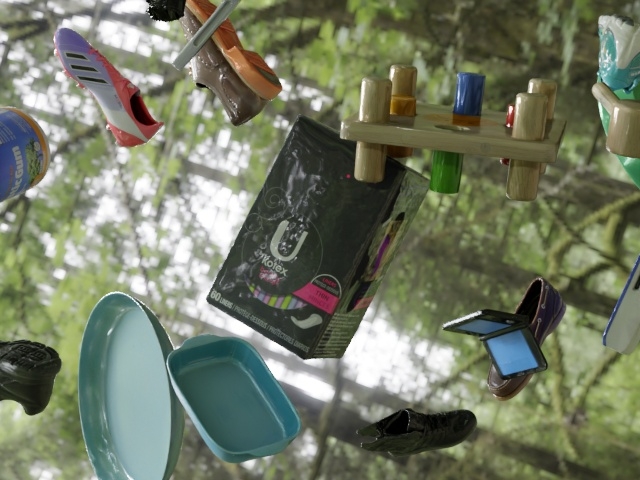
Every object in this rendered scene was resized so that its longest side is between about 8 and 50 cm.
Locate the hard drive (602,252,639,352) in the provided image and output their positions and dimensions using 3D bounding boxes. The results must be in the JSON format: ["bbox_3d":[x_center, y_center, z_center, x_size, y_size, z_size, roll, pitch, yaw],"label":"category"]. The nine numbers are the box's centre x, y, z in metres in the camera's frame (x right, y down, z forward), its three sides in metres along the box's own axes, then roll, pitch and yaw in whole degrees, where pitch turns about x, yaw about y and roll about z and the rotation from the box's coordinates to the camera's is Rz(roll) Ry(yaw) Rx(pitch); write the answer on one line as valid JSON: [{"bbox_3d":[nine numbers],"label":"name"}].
[{"bbox_3d":[0.488,0.071,1.824,0.210,0.040,0.319,-66,-17,1],"label":"hard drive"}]

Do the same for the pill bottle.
[{"bbox_3d":[-0.575,-0.119,1.976,0.272,0.152,0.152,-41,-35,-61],"label":"pill bottle"}]

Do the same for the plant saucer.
[{"bbox_3d":[-0.274,0.232,1.772,0.044,0.317,0.317,-1,-67,-35],"label":"plant saucer"}]

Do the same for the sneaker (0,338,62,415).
[{"bbox_3d":[-0.585,0.216,2.078,0.109,0.286,0.130,-39,-33,-61],"label":"sneaker"}]

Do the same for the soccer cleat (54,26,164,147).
[{"bbox_3d":[-0.373,-0.278,2.137,0.248,0.095,0.083,58,-150,-12],"label":"soccer cleat"}]

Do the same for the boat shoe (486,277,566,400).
[{"bbox_3d":[0.316,0.153,1.918,0.073,0.073,0.207,49,-120,-35],"label":"boat shoe"}]

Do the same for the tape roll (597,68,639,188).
[{"bbox_3d":[0.605,-0.204,2.063,0.077,0.321,0.321,-29,20,47],"label":"tape roll"}]

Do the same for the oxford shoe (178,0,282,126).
[{"bbox_3d":[-0.230,-0.381,2.401,0.133,0.363,0.130,-46,-26,18],"label":"oxford shoe"}]

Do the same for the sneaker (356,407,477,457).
[{"bbox_3d":[0.143,0.275,1.766,0.089,0.170,0.051,65,-173,-55],"label":"sneaker"}]

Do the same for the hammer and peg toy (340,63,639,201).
[{"bbox_3d":[0.225,-0.131,1.490,0.266,0.361,0.127,-45,-39,-72],"label":"hammer and peg toy"}]

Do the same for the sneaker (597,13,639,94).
[{"bbox_3d":[0.452,-0.279,1.829,0.275,0.107,0.110,-26,-42,-73],"label":"sneaker"}]

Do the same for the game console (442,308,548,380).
[{"bbox_3d":[0.240,0.146,1.679,0.122,0.107,0.071,149,129,-62],"label":"game console"}]

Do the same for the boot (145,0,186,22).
[{"bbox_3d":[-0.228,-0.408,2.019,0.045,0.121,0.099,84,-165,-51],"label":"boot"}]

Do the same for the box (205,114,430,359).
[{"bbox_3d":[0.000,0.000,1.555,0.270,0.165,0.143,-63,-19,4],"label":"box"}]

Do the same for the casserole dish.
[{"bbox_3d":[-0.100,0.181,1.362,0.114,0.188,0.037,-12,-44,-31],"label":"casserole dish"}]

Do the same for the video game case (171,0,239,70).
[{"bbox_3d":[-0.170,-0.383,2.062,0.193,0.023,0.212,-47,11,15],"label":"video game case"}]
